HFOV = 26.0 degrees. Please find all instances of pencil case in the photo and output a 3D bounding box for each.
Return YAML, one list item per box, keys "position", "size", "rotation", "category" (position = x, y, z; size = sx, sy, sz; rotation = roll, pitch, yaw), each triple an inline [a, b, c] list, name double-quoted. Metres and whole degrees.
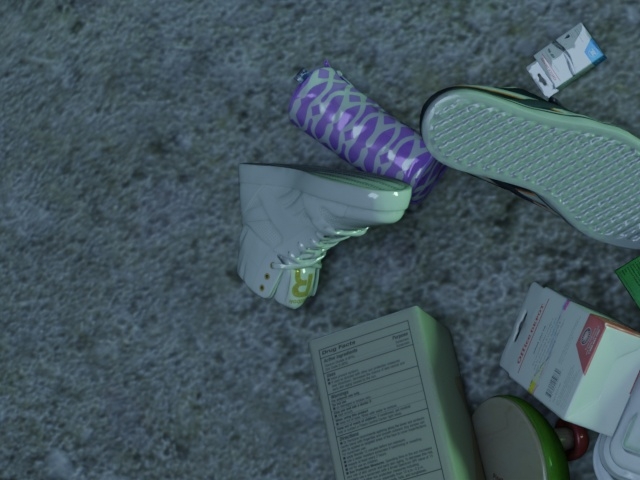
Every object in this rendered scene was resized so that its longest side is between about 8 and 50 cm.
- position: [0.057, -0.129, 1.653]
  size: [0.206, 0.086, 0.088]
  rotation: [37, 72, 15]
  category: "pencil case"

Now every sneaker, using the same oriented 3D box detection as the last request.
- position: [0.263, -0.096, 1.566]
  size: [0.321, 0.127, 0.126]
  rotation: [24, 103, -7]
  category: "sneaker"
- position: [0.000, 0.000, 1.617]
  size: [0.292, 0.108, 0.169]
  rotation: [10, 98, 55]
  category: "sneaker"

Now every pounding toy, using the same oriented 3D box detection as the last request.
- position: [0.260, 0.281, 1.553]
  size: [0.237, 0.110, 0.183]
  rotation: [-118, 35, -45]
  category: "pounding toy"

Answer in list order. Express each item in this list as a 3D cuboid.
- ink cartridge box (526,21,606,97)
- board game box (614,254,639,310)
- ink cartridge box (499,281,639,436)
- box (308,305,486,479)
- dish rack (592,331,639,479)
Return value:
- position: [0.281, -0.207, 1.600]
  size: [0.083, 0.028, 0.048]
  rotation: [-35, 78, 16]
  category: "ink cartridge box"
- position: [0.428, 0.098, 1.434]
  size: [0.136, 0.030, 0.259]
  rotation: [-33, 57, 11]
  category: "board game box"
- position: [0.278, 0.126, 1.544]
  size: [0.067, 0.198, 0.115]
  rotation: [20, 97, -18]
  category: "ink cartridge box"
- position: [0.098, 0.247, 1.564]
  size: [0.148, 0.121, 0.311]
  rotation: [-19, 65, 19]
  category: "box"
- position: [0.465, 0.175, 1.440]
  size: [0.333, 0.072, 0.285]
  rotation: [17, 76, 31]
  category: "dish rack"
